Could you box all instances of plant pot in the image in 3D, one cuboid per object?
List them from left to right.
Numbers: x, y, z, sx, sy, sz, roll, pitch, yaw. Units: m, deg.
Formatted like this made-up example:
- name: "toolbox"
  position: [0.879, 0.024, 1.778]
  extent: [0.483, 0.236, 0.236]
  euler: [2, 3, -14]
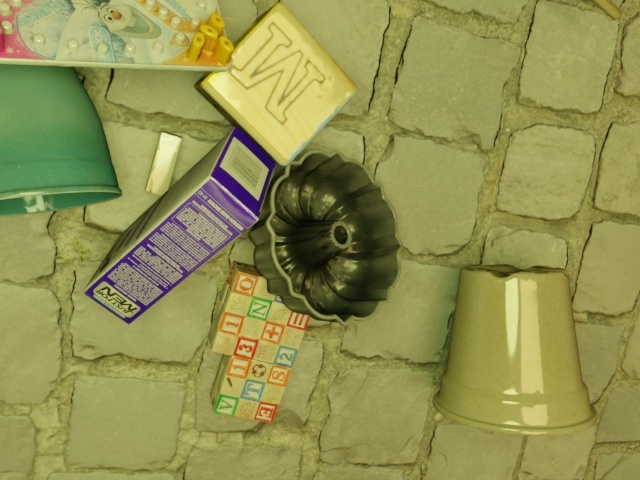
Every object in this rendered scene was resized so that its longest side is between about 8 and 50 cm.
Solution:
- name: "plant pot"
  position: [-0.476, -0.180, 0.940]
  extent: [0.272, 0.272, 0.255]
  euler: [-8, 91, -14]
- name: "plant pot"
  position: [0.410, 0.209, 1.260]
  extent: [0.334, 0.334, 0.305]
  euler: [-1, 93, -15]

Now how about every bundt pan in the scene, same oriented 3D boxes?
- name: "bundt pan"
  position: [0.000, 0.000, 1.122]
  extent: [0.331, 0.124, 0.330]
  euler: [11, 72, -39]

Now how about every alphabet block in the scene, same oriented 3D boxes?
- name: "alphabet block"
  position: [-0.086, -0.273, 1.054]
  extent: [0.193, 0.192, 0.197]
  euler: [-47, 111, -3]

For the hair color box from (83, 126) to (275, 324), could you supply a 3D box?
- name: "hair color box"
  position: [-0.236, -0.021, 1.002]
  extent: [0.339, 0.185, 0.110]
  euler: [-35, 114, 26]

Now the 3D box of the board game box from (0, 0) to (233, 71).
- name: "board game box"
  position: [-0.346, -0.431, 0.863]
  extent: [0.390, 0.050, 0.389]
  euler: [-7, 72, -29]

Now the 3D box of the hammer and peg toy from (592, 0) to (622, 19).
- name: "hammer and peg toy"
  position: [0.574, -0.626, 1.186]
  extent: [0.361, 0.127, 0.266]
  euler: [-45, 112, -1]

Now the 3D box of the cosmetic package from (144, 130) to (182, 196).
- name: "cosmetic package"
  position: [-0.292, -0.143, 1.096]
  extent: [0.041, 0.060, 0.115]
  euler: [15, 97, -17]

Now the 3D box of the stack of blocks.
- name: "stack of blocks"
  position: [-0.139, 0.209, 1.207]
  extent: [0.171, 0.087, 0.297]
  euler: [16, 98, -18]
